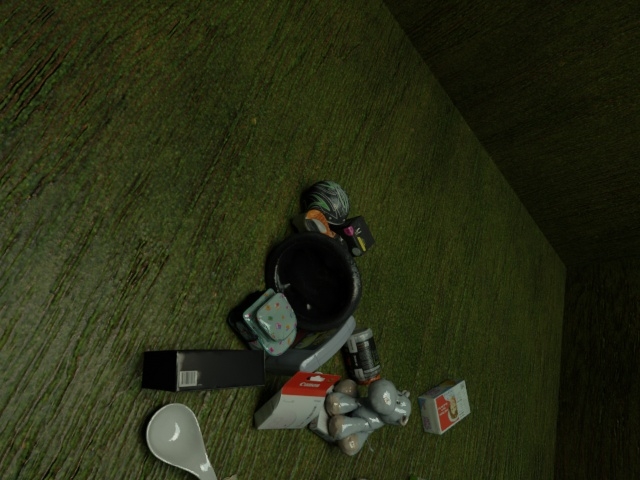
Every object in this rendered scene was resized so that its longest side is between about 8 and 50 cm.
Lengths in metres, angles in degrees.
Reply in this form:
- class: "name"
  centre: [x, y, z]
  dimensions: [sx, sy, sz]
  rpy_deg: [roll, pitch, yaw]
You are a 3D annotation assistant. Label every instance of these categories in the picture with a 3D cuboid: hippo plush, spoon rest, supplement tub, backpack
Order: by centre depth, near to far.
- class: "spoon rest"
  centre: [-0.347, 0.548, 1.227]
  dimensions: [0.137, 0.084, 0.276]
  rpy_deg: [-41, 110, -43]
- class: "backpack"
  centre: [-0.158, 0.259, 1.448]
  dimensions: [0.166, 0.144, 0.188]
  rpy_deg: [-45, 115, -47]
- class: "hippo plush"
  centre: [0.182, 0.596, 1.590]
  dimensions: [0.294, 0.237, 0.234]
  rpy_deg: [52, 33, -17]
- class: "supplement tub"
  centre: [0.152, 0.424, 1.734]
  dimensions: [0.117, 0.117, 0.190]
  rpy_deg: [-13, 89, -46]

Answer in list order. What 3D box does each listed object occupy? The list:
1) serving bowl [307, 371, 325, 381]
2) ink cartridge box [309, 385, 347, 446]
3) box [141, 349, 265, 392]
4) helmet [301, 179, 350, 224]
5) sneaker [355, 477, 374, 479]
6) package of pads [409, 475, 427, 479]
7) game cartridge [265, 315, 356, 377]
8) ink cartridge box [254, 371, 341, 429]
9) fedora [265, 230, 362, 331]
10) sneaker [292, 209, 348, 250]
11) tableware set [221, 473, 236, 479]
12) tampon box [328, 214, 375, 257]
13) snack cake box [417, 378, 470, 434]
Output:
- class: "serving bowl"
  centre: [-0.017, 0.491, 1.611]
  dimensions: [0.083, 0.027, 0.083]
  rpy_deg: [14, 70, -42]
- class: "ink cartridge box"
  centre: [0.033, 0.597, 1.641]
  dimensions: [0.145, 0.045, 0.179]
  rpy_deg: [45, 34, -27]
- class: "box"
  centre: [-0.305, 0.339, 1.248]
  dimensions: [0.261, 0.184, 0.103]
  rpy_deg: [12, 70, -43]
- class: "helmet"
  centre: [0.026, -0.134, 1.712]
  dimensions: [0.169, 0.162, 0.169]
  rpy_deg: [13, 71, -43]
- class: "sneaker"
  centre: [0.145, 0.962, 1.617]
  dimensions: [0.145, 0.090, 0.270]
  rpy_deg: [36, 53, -33]
- class: "package of pads"
  centre: [0.388, 1.108, 1.814]
  dimensions: [0.229, 0.101, 0.296]
  rpy_deg: [53, 49, -22]
- class: "game cartridge"
  centre: [-0.021, 0.331, 1.526]
  dimensions: [0.294, 0.196, 0.060]
  rpy_deg: [-36, 113, -44]
- class: "ink cartridge box"
  centre: [-0.063, 0.491, 1.432]
  dimensions: [0.189, 0.232, 0.066]
  rpy_deg: [20, 37, -41]
- class: "fedora"
  centre: [-0.017, 0.136, 1.580]
  dimensions: [0.152, 0.334, 0.333]
  rpy_deg: [33, 50, -78]
- class: "sneaker"
  centre: [0.000, 0.000, 1.683]
  dimensions: [0.099, 0.121, 0.262]
  rpy_deg: [-47, 117, -30]
- class: "tableware set"
  centre: [-0.238, 0.751, 1.331]
  dimensions: [0.141, 0.020, 0.168]
  rpy_deg: [24, 63, -39]
- class: "tampon box"
  centre: [0.096, -0.006, 1.751]
  dimensions: [0.101, 0.161, 0.120]
  rpy_deg: [-42, 109, -42]
- class: "snack cake box"
  centre: [0.547, 0.724, 2.077]
  dimensions: [0.264, 0.089, 0.152]
  rpy_deg: [-7, 87, -46]
